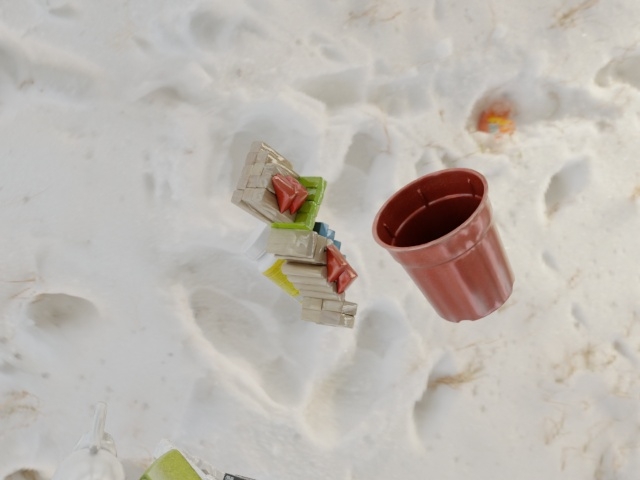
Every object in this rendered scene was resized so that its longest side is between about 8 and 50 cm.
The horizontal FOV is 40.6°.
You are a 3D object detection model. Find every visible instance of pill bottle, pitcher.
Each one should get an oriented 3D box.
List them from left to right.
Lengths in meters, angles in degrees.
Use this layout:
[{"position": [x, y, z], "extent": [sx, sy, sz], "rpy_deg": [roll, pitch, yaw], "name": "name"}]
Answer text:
[{"position": [-0.393, 0.386, 1.489], "extent": [0.126, 0.207, 0.177], "rpy_deg": [5, 99, -11], "name": "pitcher"}, {"position": [-0.063, 0.050, 1.892], "extent": [0.208, 0.119, 0.119], "rpy_deg": [39, 73, -14], "name": "pill bottle"}]

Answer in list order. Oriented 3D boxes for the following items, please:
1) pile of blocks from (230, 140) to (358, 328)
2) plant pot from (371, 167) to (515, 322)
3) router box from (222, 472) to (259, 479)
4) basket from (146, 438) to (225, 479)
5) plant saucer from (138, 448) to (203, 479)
[{"position": [0.000, 0.000, 1.365], "extent": [0.149, 0.113, 0.362], "rpy_deg": [-54, 132, -33], "name": "pile of blocks"}, {"position": [0.294, 0.025, 1.929], "extent": [0.272, 0.272, 0.265], "rpy_deg": [-44, 121, -20], "name": "plant pot"}, {"position": [-0.069, 0.358, 1.194], "extent": [0.092, 0.122, 0.038], "rpy_deg": [27, 73, -37], "name": "router box"}, {"position": [-0.209, 0.604, 1.707], "extent": [0.328, 0.331, 0.266], "rpy_deg": [35, 77, -22], "name": "basket"}, {"position": [-0.177, 0.335, 0.893], "extent": [0.188, 0.188, 0.045], "rpy_deg": [-53, 136, -3], "name": "plant saucer"}]
